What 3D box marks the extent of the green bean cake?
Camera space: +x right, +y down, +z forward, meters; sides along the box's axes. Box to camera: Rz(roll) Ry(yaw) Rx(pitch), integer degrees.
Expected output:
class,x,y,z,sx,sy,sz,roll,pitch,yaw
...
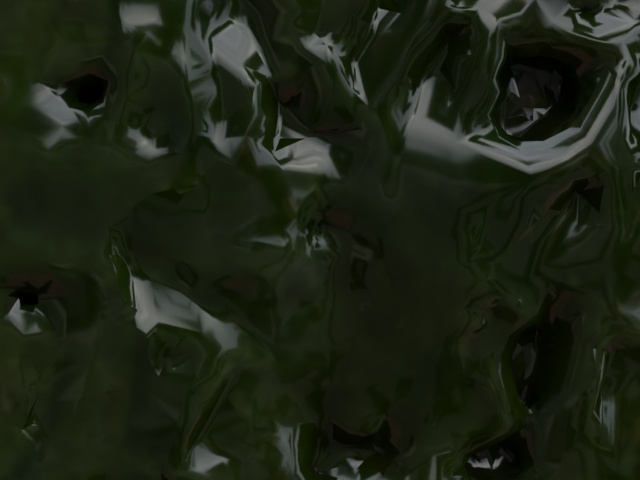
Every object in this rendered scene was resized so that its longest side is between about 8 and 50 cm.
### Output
class,x,y,z,sx,sy,sz,roll,pitch,yaw
green bean cake,0.000,0.000,0.546,0.249,0.247,0.156,11,-5,-13
